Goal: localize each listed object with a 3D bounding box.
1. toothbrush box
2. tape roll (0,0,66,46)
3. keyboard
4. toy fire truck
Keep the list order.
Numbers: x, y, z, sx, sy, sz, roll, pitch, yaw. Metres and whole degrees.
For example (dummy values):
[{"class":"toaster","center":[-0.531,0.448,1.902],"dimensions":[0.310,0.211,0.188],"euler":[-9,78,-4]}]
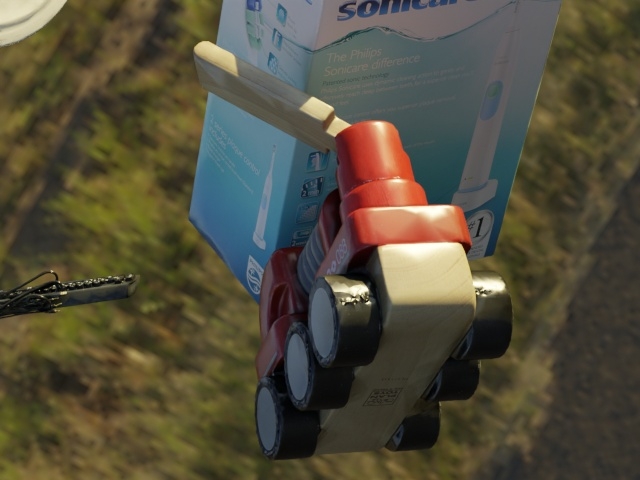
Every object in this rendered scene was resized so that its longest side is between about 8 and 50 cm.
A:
[{"class":"toothbrush box","center":[0.041,-0.117,1.421],"dimensions":[0.126,0.216,0.296],"euler":[49,140,39]},{"class":"tape roll","center":[-0.371,-0.340,2.031],"dimensions":[0.100,0.286,0.286],"euler":[7,66,41]},{"class":"keyboard","center":[-0.267,0.044,1.846],"dimensions":[0.100,0.192,0.038],"euler":[-102,4,-78]},{"class":"toy fire truck","center":[0.000,0.000,1.298],"dimensions":[0.217,0.158,0.246],"euler":[118,146,-56]}]
